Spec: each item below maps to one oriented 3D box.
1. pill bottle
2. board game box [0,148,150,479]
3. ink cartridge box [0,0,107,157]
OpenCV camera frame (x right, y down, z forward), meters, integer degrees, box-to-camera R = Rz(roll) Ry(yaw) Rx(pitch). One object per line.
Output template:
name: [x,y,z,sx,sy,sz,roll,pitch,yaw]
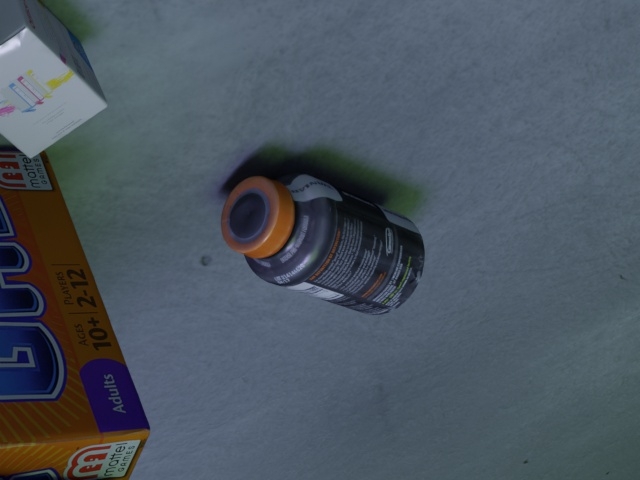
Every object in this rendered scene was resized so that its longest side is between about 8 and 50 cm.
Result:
pill bottle: [0.000,0.000,1.442,0.130,0.130,0.246,-45,141,21]
board game box: [-0.417,0.159,1.160,0.356,0.356,0.356,-1,135,-32]
ink cartridge box: [-0.271,-0.160,1.100,0.090,0.092,0.143,-33,143,7]
